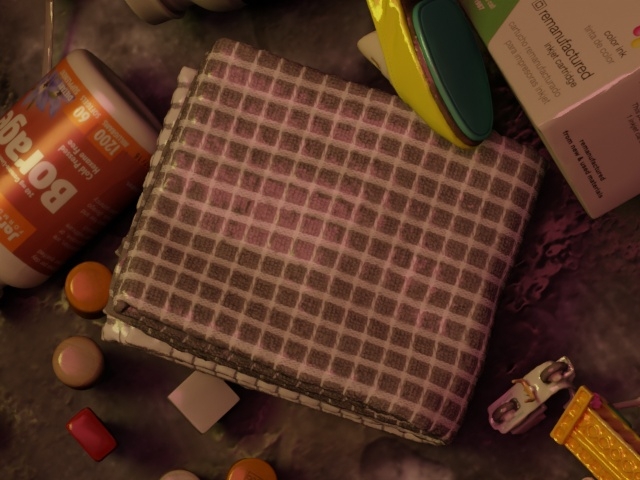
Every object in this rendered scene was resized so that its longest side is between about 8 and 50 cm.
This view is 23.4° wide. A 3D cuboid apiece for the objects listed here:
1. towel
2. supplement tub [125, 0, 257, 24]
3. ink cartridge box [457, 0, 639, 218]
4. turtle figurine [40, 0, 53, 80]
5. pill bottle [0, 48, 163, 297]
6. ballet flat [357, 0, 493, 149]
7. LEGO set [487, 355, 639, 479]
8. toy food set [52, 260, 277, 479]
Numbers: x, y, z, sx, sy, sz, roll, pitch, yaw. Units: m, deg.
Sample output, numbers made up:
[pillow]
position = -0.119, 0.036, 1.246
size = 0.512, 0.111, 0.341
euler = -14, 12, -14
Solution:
[towel]
position = 0.000, 0.000, 1.126
size = 0.283, 0.121, 0.235
euler = 19, 80, -2
[supplement tub]
position = -0.038, -0.293, 1.198
size = 0.272, 0.191, 0.191
euler = -20, 75, 11
[ink cartridge box]
position = 0.257, -0.176, 1.094
size = 0.278, 0.117, 0.201
euler = -31, 44, 8
[turtle figurine]
position = -0.287, -0.236, 1.232
size = 0.197, 0.266, 0.275
euler = 14, 54, -12
[pill bottle]
position = -0.229, -0.041, 1.239
size = 0.216, 0.121, 0.121
euler = -43, 72, 4
[ballet flat]
position = 0.055, -0.169, 1.088
size = 0.077, 0.077, 0.231
euler = -16, 94, 38
[LEGO set]
position = 0.238, 0.206, 1.081
size = 0.132, 0.107, 0.287
euler = -40, 65, 38
[toy food set]
position = -0.136, 0.133, 1.212
size = 0.111, 0.104, 0.232
euler = -44, 90, -10
